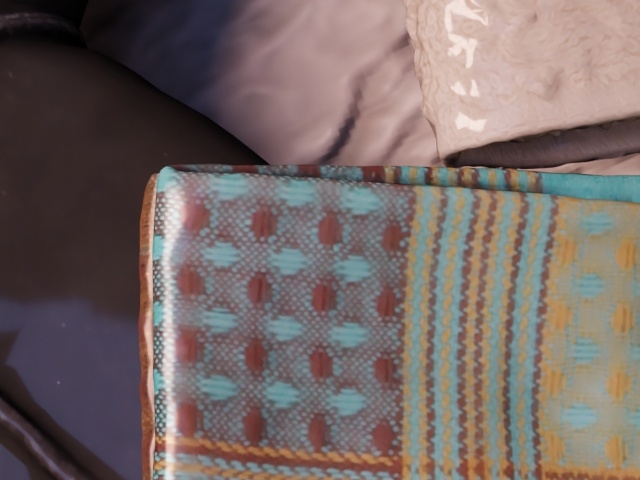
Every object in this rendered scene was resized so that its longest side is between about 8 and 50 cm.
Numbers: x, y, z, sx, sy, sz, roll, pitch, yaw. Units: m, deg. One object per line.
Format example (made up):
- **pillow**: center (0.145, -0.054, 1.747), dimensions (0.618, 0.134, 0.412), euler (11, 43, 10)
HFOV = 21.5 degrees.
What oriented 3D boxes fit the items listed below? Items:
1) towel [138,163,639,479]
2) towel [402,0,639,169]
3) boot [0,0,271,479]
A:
- **towel**: center (0.143, 0.114, 0.390), dimensions (0.370, 0.040, 0.271), euler (2, 75, -13)
- **towel**: center (0.141, -0.127, 0.451), dimensions (0.282, 0.049, 0.187), euler (-9, 77, -16)
- **boot**: center (-0.001, 0.002, 0.467), dimensions (0.445, 0.146, 0.367), euler (39, 89, 11)
